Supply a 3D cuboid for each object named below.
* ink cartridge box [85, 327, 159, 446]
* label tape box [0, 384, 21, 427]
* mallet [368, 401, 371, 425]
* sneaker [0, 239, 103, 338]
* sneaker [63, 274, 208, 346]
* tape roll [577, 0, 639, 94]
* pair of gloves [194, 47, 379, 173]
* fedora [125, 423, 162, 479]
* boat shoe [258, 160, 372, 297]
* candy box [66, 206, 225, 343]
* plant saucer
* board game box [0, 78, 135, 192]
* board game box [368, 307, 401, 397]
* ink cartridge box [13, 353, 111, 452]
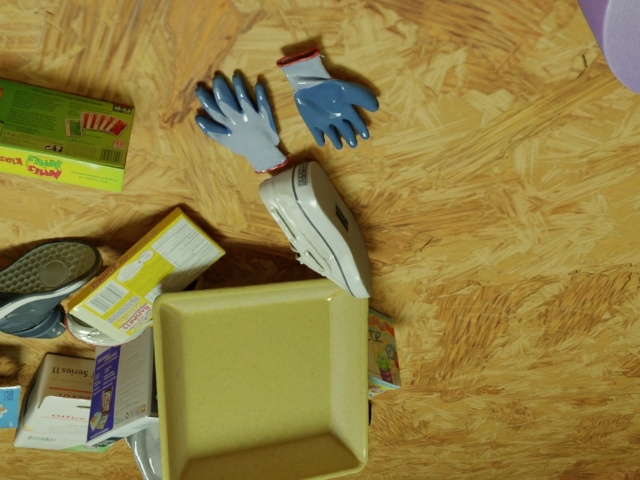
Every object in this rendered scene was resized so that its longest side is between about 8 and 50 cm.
[{"bbox_3d":[-0.338,0.235,1.035,0.045,0.208,0.206,21,140,-41],"label":"ink cartridge box"},{"bbox_3d":[-0.762,0.271,1.130,0.347,0.115,0.249,9,145,-23],"label":"label tape box"},{"bbox_3d":[0.047,0.471,1.555,0.189,0.062,0.039,-17,143,19],"label":"mallet"},{"bbox_3d":[-0.413,0.081,0.912,0.226,0.086,0.163,-23,158,3],"label":"sneaker"},{"bbox_3d":[-0.283,0.094,0.919,0.225,0.088,0.093,-14,140,-32],"label":"sneaker"},{"bbox_3d":[0.368,-0.247,0.494,0.274,0.090,0.275,-3,147,-2],"label":"tape roll"},{"bbox_3d":[-0.036,-0.143,0.667,0.198,0.023,0.159,-15,146,18],"label":"pair of gloves"},{"bbox_3d":[-0.264,0.351,1.076,0.243,0.124,0.276,22,104,-2],"label":"fedora"},{"bbox_3d":[0.000,0.000,0.821,0.088,0.096,0.267,-12,145,19],"label":"boat shoe"},{"bbox_3d":[-0.245,0.052,0.837,0.206,0.027,0.105,-41,137,-1],"label":"candy box"},{"bbox_3d":[-0.089,0.223,0.928,0.332,0.333,0.081,-4,-171,-20],"label":"plant saucer"},{"bbox_3d":[-0.296,-0.114,0.618,0.181,0.092,0.043,10,144,-19],"label":"board game box"},{"bbox_3d":[-0.004,0.238,1.129,0.275,0.142,0.144,-29,139,32],"label":"board game box"},{"bbox_3d":[-0.512,0.347,1.259,0.207,0.119,0.353,16,142,-28],"label":"ink cartridge box"}]
